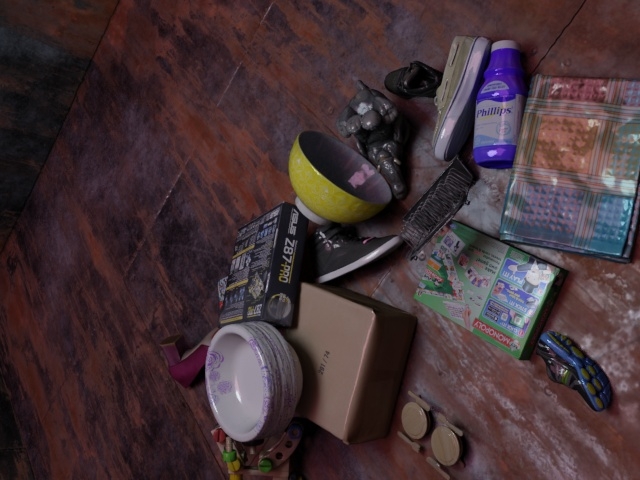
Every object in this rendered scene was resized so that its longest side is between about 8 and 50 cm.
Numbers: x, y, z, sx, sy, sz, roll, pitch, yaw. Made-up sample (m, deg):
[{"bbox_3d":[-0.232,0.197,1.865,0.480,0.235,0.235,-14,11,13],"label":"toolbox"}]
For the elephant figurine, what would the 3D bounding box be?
[{"bbox_3d":[0.154,-0.257,1.847,0.169,0.239,0.186,22,69,47],"label":"elephant figurine"}]

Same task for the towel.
[{"bbox_3d":[0.528,-0.156,1.484,0.272,0.040,0.370,11,89,32],"label":"towel"}]

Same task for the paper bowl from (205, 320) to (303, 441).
[{"bbox_3d":[-0.153,0.341,1.779,0.284,0.148,0.284,3,94,49],"label":"paper bowl"}]

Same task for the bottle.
[{"bbox_3d":[0.412,-0.306,1.632,0.118,0.092,0.282,0,82,40],"label":"bottle"}]

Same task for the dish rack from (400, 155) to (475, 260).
[{"bbox_3d":[0.261,-0.069,1.642,0.074,0.271,0.208,38,116,0],"label":"dish rack"}]

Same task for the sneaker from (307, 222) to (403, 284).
[{"bbox_3d":[0.073,0.005,1.873,0.296,0.105,0.146,-26,83,39],"label":"sneaker"}]

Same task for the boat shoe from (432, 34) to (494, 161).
[{"bbox_3d":[0.321,-0.337,1.710,0.094,0.109,0.302,22,94,30],"label":"boat shoe"}]

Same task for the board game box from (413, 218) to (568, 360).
[{"bbox_3d":[0.370,0.101,1.623,0.317,0.046,0.213,31,104,44],"label":"board game box"}]

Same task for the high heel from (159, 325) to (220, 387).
[{"bbox_3d":[-0.327,0.369,2.263,0.377,0.127,0.181,-9,113,35],"label":"high heel"}]

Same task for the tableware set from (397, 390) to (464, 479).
[{"bbox_3d":[0.261,0.441,1.668,0.194,0.039,0.128,33,117,50],"label":"tableware set"}]

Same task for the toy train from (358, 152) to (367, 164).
[{"bbox_3d":[0.105,-0.213,1.971,0.158,0.027,0.036,-43,66,29],"label":"toy train"}]

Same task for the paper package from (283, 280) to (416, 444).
[{"bbox_3d":[0.049,0.296,1.819,0.310,0.168,0.324,18,95,45],"label":"paper package"}]

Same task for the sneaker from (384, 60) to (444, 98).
[{"bbox_3d":[0.226,-0.407,1.817,0.228,0.130,0.087,26,98,47],"label":"sneaker"}]

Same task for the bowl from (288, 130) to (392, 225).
[{"bbox_3d":[0.024,-0.131,1.848,0.156,0.290,0.289,-54,49,26],"label":"bowl"}]

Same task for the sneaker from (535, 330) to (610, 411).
[{"bbox_3d":[0.505,0.266,1.450,0.188,0.067,0.078,53,139,36],"label":"sneaker"}]

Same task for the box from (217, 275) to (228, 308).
[{"bbox_3d":[-0.268,0.153,2.266,0.137,0.027,0.093,-25,66,39],"label":"box"}]

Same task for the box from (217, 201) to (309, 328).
[{"bbox_3d":[-0.164,0.088,2.003,0.395,0.097,0.318,-23,52,64],"label":"box"}]

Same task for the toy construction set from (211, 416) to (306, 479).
[{"bbox_3d":[-0.177,0.598,1.972,0.309,0.258,0.237,-179,86,-66],"label":"toy construction set"}]
